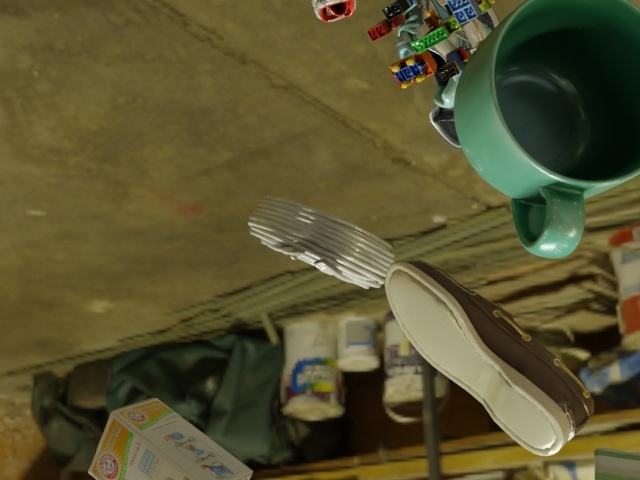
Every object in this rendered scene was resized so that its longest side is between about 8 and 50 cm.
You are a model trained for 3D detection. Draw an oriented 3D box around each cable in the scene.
[{"bbox_3d":[0.000,0.000,1.538,0.257,0.089,0.257,23,180,44],"label":"cable"}]

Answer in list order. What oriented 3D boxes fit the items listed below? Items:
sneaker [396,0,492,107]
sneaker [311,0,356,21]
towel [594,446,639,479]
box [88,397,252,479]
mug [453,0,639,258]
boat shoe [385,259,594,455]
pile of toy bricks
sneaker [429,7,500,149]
[{"bbox_3d":[0.155,-0.319,1.285,0.122,0.283,0.110,-31,-177,-9],"label":"sneaker"},{"bbox_3d":[-0.002,-0.476,1.699,0.090,0.144,0.270,-17,-174,-8],"label":"sneaker"},{"bbox_3d":[0.485,0.404,1.416,0.113,0.152,0.023,8,145,5],"label":"towel"},{"bbox_3d":[-0.220,0.336,1.315,0.203,0.114,0.103,32,-163,24],"label":"box"},{"bbox_3d":[0.146,-0.079,0.597,0.129,0.157,0.097,43,166,-2],"label":"mug"},{"bbox_3d":[0.221,0.138,1.209,0.097,0.324,0.116,-27,150,-36],"label":"boat shoe"},{"bbox_3d":[0.162,-0.264,1.089,0.212,0.105,0.118,-10,116,58],"label":"pile of toy bricks"},{"bbox_3d":[0.255,-0.297,1.601,0.099,0.282,0.153,-1,-162,41],"label":"sneaker"}]
